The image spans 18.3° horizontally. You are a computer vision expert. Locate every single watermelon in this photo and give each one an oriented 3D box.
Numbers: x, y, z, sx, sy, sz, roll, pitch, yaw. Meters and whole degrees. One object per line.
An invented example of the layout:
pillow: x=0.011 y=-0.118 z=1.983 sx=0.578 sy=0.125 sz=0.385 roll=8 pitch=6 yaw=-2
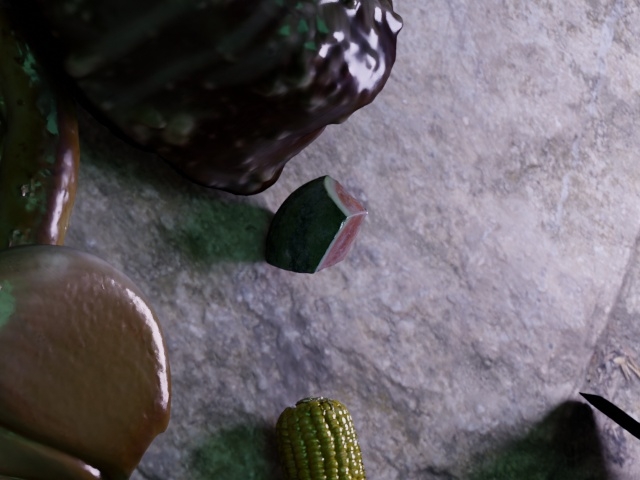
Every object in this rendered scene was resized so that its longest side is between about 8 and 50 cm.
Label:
watermelon: x=0.001 y=-0.004 z=1.695 sx=0.072 sy=0.084 sz=0.092 roll=17 pitch=42 yaw=-23

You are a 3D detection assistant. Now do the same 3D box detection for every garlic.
garlic: x=-0.218 y=0.104 z=1.450 sx=0.228 sy=0.110 sz=0.217 roll=48 pitch=67 yaw=-34

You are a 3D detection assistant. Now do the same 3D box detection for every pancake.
pancake: x=-0.289 y=-0.085 z=1.512 sx=0.244 sy=0.057 sz=0.266 roll=27 pitch=55 yaw=-30

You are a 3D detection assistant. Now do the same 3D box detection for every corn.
corn: x=0.010 y=0.227 z=1.625 sx=0.072 sy=0.072 sz=0.203 roll=-2 pitch=76 yaw=-39

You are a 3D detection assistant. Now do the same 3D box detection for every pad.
pad: x=0.363 y=0.189 z=1.737 sx=0.250 sy=0.323 sz=0.055 roll=37 pitch=68 yaw=1

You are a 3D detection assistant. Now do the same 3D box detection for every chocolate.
chocolate: x=-0.077 y=-0.201 z=1.596 sx=0.340 sy=0.210 sz=0.225 roll=41 pitch=43 yaw=-30
